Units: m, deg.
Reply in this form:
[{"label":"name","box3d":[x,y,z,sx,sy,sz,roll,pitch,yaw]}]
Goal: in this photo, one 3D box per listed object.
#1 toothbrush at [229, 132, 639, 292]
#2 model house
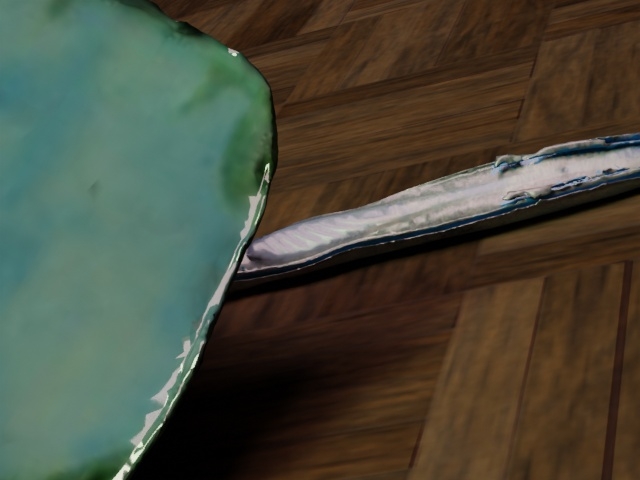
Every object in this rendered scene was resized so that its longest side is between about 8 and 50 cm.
[{"label":"toothbrush","box3d":[0.000,0.000,0.844,0.413,0.042,0.035,-14,57,10]},{"label":"model house","box3d":[-0.173,0.030,0.743,0.261,0.225,0.241,-65,4,-27]}]
